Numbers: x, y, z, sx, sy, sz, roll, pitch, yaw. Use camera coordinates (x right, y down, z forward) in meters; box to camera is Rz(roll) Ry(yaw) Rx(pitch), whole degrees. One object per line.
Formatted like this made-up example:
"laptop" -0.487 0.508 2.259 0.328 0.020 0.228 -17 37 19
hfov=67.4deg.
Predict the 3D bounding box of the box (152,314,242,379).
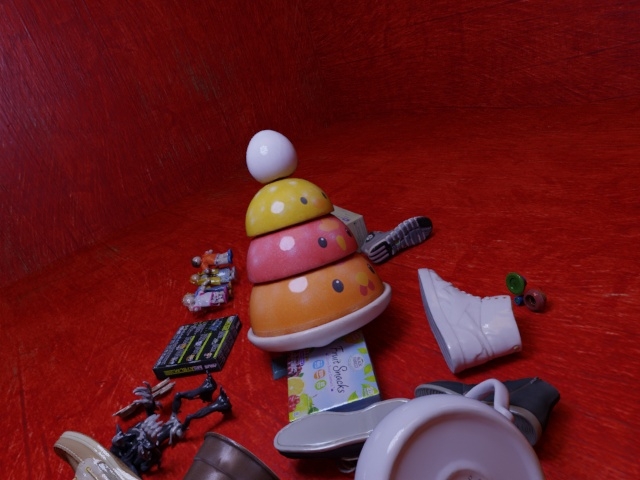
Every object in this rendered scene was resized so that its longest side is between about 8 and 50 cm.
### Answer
"box" -0.320 0.278 1.268 0.184 0.045 0.190 -11 24 13

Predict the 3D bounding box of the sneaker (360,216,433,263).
"sneaker" 0.219 -0.019 1.464 0.229 0.086 0.132 -27 22 -15

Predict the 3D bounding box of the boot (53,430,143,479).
"boot" -0.416 0.462 0.804 0.262 0.095 0.203 26 46 20

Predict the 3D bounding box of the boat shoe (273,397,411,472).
"boat shoe" 0.050 0.335 0.817 0.254 0.079 0.095 -15 22 2

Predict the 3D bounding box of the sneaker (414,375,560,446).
"sneaker" 0.276 0.273 0.808 0.222 0.083 0.118 1 15 45

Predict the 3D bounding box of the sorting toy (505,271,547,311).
"sorting toy" 0.447 0.111 1.036 0.042 0.061 0.102 -13 48 -22

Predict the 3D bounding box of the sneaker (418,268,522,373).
"sneaker" 0.314 0.146 1.016 0.169 0.108 0.292 -16 33 3

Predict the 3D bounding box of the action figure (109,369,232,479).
"action figure" -0.328 0.365 0.966 0.276 0.141 0.164 -28 36 -24

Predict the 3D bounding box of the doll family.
"doll family" -0.355 0.150 1.526 0.163 0.118 0.263 -10 42 5

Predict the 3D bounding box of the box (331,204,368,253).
"box" 0.000 0.000 1.545 0.243 0.117 0.213 -27 25 -19

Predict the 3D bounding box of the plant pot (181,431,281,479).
"plant pot" -0.162 0.411 0.724 0.167 0.167 0.165 2 38 40

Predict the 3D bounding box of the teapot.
"teapot" 0.153 0.321 0.633 0.256 0.252 0.187 -1 -17 -11

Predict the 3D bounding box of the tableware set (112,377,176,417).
"tableware set" -0.400 0.360 1.098 0.141 0.020 0.169 -30 -2 -24

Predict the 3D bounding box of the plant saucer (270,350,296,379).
"plant saucer" -0.024 0.262 1.111 0.192 0.018 0.067 -20 23 -5

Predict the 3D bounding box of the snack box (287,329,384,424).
"snack box" 0.026 0.284 0.958 0.174 0.070 0.207 -18 24 3

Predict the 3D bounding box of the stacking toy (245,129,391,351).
"stacking toy" -0.065 -0.018 1.104 0.351 0.480 0.350 -19 6 2
